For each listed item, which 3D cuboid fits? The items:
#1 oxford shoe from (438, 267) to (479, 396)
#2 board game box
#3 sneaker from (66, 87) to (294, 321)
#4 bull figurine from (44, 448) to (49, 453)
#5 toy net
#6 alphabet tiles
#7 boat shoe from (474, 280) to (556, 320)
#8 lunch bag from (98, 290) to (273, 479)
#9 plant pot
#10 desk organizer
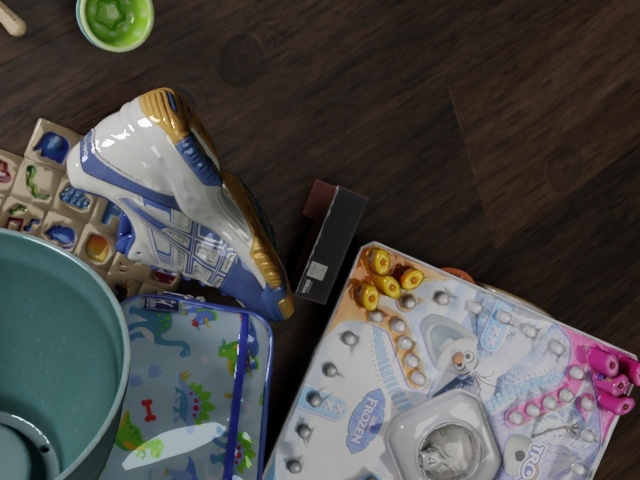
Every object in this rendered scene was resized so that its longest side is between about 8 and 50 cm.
[{"bbox_3d":[0.142,0.213,1.068,0.133,0.130,0.364,5,97,-66],"label":"oxford shoe"},{"bbox_3d":[0.151,0.251,0.960,0.390,0.050,0.390,23,90,-11],"label":"board game box"},{"bbox_3d":[-0.131,-0.013,0.813,0.131,0.112,0.296,-27,127,6],"label":"sneaker"},{"bbox_3d":[-0.198,0.331,0.877,0.188,0.101,0.310,-29,120,-26],"label":"bull figurine"},{"bbox_3d":[-0.256,-0.231,0.690,0.232,0.045,0.122,-1,106,-32],"label":"toy net"},{"bbox_3d":[-0.237,0.001,0.801,0.237,0.009,0.198,22,93,-35],"label":"alphabet tiles"},{"bbox_3d":[0.283,0.149,1.127,0.277,0.098,0.096,37,83,-36],"label":"boat shoe"},{"bbox_3d":[-0.135,0.165,0.799,0.176,0.090,0.219,13,71,-20],"label":"lunch bag"},{"bbox_3d":[-0.304,0.156,0.668,0.293,0.293,0.196,-17,141,-27],"label":"plant pot"},{"bbox_3d":[0.000,0.000,0.926,0.047,0.050,0.130,19,94,-36],"label":"desk organizer"}]
